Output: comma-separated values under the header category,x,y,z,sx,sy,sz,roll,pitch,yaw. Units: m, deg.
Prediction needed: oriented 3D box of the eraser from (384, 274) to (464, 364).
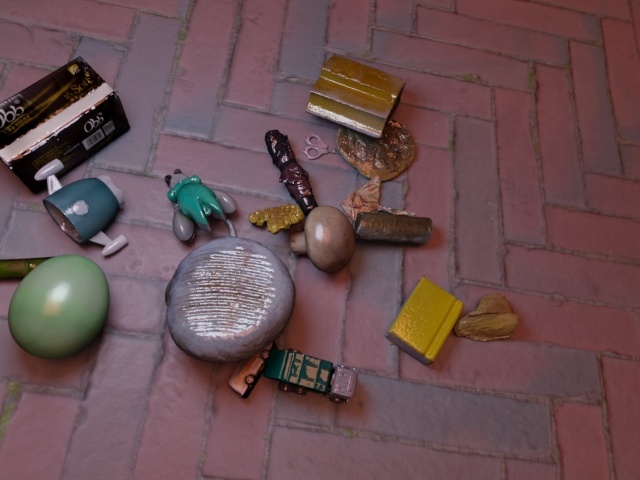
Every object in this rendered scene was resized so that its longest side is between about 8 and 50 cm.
category,x,y,z,sx,sy,sz,roll,pitch,yaw
eraser,0.313,0.241,1.446,0.158,0.069,0.226,36,68,4

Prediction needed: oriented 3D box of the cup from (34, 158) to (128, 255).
category,x,y,z,sx,sy,sz,roll,pitch,yaw
cup,-0.661,-0.101,1.373,0.173,0.167,0.300,-46,108,-32

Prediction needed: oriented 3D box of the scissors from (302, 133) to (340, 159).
category,x,y,z,sx,sy,sz,roll,pitch,yaw
scissors,0.034,-0.310,1.650,0.188,0.015,0.100,10,69,-8

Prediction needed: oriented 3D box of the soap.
category,x,y,z,sx,sy,sz,roll,pitch,yaw
soap,0.120,-0.488,1.635,0.280,0.143,0.259,22,52,6

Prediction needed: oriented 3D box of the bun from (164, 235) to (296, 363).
category,x,y,z,sx,sy,sz,roll,pitch,yaw
bun,-0.242,0.167,1.292,0.361,0.211,0.362,3,51,-4

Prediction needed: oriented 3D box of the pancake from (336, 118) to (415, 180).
category,x,y,z,sx,sy,sz,roll,pitch,yaw
pancake,0.191,-0.331,1.662,0.282,0.049,0.283,5,67,-12

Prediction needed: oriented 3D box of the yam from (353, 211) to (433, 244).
category,x,y,z,sx,sy,sz,roll,pitch,yaw
yam,0.225,-0.039,1.510,0.258,0.093,0.093,4,68,-18

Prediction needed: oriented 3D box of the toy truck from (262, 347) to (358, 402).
category,x,y,z,sx,sy,sz,roll,pitch,yaw
toy truck,-0.025,0.365,1.307,0.253,0.124,0.114,17,70,-6

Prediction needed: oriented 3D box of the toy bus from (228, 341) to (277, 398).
category,x,y,z,sx,sy,sz,roll,pitch,yaw
toy bus,-0.189,0.343,1.329,0.072,0.057,0.172,29,65,7

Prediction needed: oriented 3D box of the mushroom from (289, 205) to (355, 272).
category,x,y,z,sx,sy,sz,roll,pitch,yaw
mushroom,0.000,0.000,1.439,0.204,0.204,0.205,3,68,-8

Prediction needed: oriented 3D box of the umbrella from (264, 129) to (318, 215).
category,x,y,z,sx,sy,sz,roll,pitch,yaw
umbrella,-0.091,-0.218,1.549,0.090,0.094,0.326,-30,73,9

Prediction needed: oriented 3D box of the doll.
category,x,y,z,sx,sy,sz,roll,pitch,yaw
doll,-0.358,-0.117,1.450,0.194,0.153,0.259,-18,55,3

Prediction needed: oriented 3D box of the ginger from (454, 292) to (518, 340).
category,x,y,z,sx,sy,sz,roll,pitch,yaw
ginger,0.498,0.227,1.480,0.192,0.115,0.123,-6,48,-4

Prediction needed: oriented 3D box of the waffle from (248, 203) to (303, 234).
category,x,y,z,sx,sy,sz,roll,pitch,yaw
waffle,-0.131,-0.063,1.445,0.148,0.194,0.051,-21,113,-13

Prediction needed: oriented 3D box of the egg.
category,x,y,z,sx,sy,sz,roll,pitch,yaw
egg,-0.659,0.165,1.230,0.220,0.220,0.270,15,56,-4

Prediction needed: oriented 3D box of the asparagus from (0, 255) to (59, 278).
category,x,y,z,sx,sy,sz,roll,pitch,yaw
asparagus,-0.829,0.078,1.322,0.277,0.067,0.060,-2,96,-7

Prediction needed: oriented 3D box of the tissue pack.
category,x,y,z,sx,sy,sz,roll,pitch,yaw
tissue pack,-0.768,-0.337,1.420,0.198,0.210,0.370,42,67,12

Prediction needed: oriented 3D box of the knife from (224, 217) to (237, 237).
category,x,y,z,sx,sy,sz,roll,pitch,yaw
knife,-0.254,0.025,1.466,0.028,0.015,0.211,-14,72,-22

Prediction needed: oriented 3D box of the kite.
category,x,y,z,sx,sy,sz,roll,pitch,yaw
kite,0.188,-0.109,1.580,0.249,0.012,0.230,8,77,-2
